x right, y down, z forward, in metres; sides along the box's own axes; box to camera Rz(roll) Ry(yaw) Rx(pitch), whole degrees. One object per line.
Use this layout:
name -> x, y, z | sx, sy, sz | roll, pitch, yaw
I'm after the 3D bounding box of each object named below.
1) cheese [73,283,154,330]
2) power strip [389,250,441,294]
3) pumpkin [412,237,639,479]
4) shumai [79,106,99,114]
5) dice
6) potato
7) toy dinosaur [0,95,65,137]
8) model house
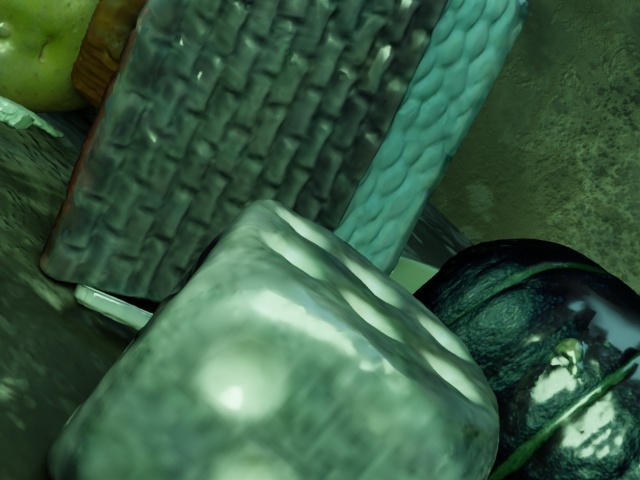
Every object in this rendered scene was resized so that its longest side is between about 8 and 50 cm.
cheese -> -0.043, 0.090, 0.708 | 0.249, 0.070, 0.163 | 29, -8, -34
power strip -> 0.043, 0.054, 1.167 | 0.261, 0.141, 0.229 | 32, 6, 19
pumpkin -> 0.216, 0.170, 0.910 | 0.363, 0.266, 0.363 | 41, 7, -6
shumai -> -0.222, -0.230, 1.023 | 0.206, 0.166, 0.175 | 24, -16, -3
dice -> -0.023, 0.098, 0.562 | 0.182, 0.183, 0.181 | 39, 13, -6
potato -> -0.272, -0.178, 0.879 | 0.117, 0.182, 0.202 | -65, 150, -47
toy dinosaur -> -0.285, -0.110, 0.745 | 0.167, 0.053, 0.242 | 39, 18, 15
model house -> -0.088, -0.111, 0.796 | 0.297, 0.360, 0.339 | 37, 21, 23
